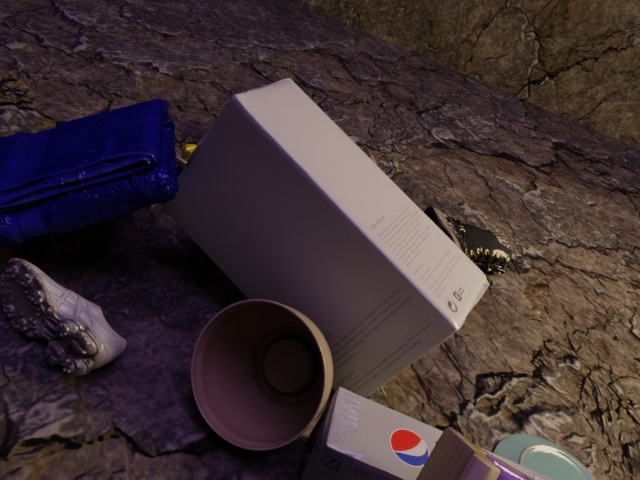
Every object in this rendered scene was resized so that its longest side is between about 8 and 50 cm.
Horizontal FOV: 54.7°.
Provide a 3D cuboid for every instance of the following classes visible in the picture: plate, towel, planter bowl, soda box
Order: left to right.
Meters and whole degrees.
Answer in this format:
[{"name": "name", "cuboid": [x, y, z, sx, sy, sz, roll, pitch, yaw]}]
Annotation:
[{"name": "towel", "cuboid": [-0.343, -0.096, 0.798, 0.308, 0.076, 0.228, -15, 42, -4]}, {"name": "planter bowl", "cuboid": [-0.054, 0.149, 0.721, 0.162, 0.162, 0.109, 37, 7, 18]}, {"name": "soda box", "cuboid": [0.123, 0.277, 0.691, 0.286, 0.098, 0.091, 24, 33, -3]}, {"name": "plate", "cuboid": [0.315, 0.331, 0.817, 0.188, 0.024, 0.188, 18, 32, -12]}]

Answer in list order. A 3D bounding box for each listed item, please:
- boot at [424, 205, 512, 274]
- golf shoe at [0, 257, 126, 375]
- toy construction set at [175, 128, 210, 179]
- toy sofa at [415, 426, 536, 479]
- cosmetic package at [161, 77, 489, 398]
[{"name": "boot", "cuboid": [0.293, 0.034, 1.174, 0.178, 0.085, 0.236, 16, 33, -19]}, {"name": "golf shoe", "cuboid": [-0.301, 0.087, 0.723, 0.176, 0.069, 0.086, 42, 15, 19]}, {"name": "toy construction set", "cuboid": [-0.111, -0.127, 1.083, 0.215, 0.151, 0.327, 36, 44, 17]}, {"name": "toy sofa", "cuboid": [0.245, 0.333, 0.547, 0.362, 0.150, 0.177, 31, -3, -5]}, {"name": "cosmetic package", "cuboid": [0.000, 0.000, 0.821, 0.385, 0.217, 0.156, 48, 35, 4]}]
